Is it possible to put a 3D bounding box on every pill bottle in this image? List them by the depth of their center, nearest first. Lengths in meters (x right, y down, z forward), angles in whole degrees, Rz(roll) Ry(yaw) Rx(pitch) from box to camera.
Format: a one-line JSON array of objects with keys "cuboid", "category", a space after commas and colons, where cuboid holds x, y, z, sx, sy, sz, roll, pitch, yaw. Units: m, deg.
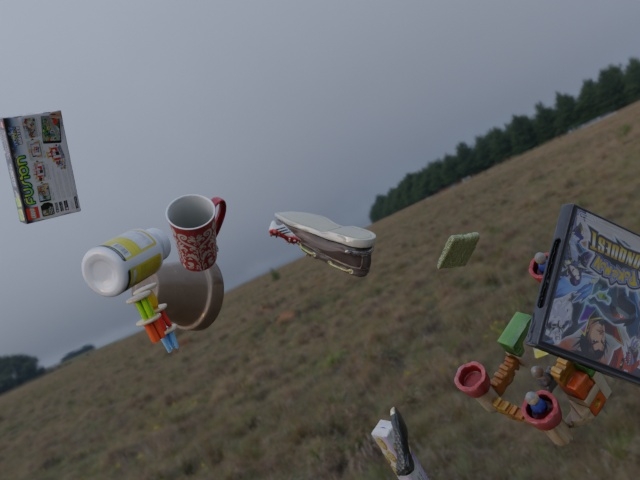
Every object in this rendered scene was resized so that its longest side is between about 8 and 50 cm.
[{"cuboid": [-0.381, 0.036, 1.329, 0.103, 0.103, 0.184, -26, 7, 26], "category": "pill bottle"}]

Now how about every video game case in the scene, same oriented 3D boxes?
[{"cuboid": [0.496, 0.100, 1.136, 0.275, 0.248, 0.035, 21, -10, -19], "category": "video game case"}]

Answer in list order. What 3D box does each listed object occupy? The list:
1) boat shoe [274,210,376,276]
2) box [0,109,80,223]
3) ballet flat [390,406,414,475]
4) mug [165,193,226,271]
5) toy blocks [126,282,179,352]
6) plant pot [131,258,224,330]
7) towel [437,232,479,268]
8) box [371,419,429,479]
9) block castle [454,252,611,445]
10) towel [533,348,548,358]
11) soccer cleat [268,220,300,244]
[{"cuboid": [0.000, 0.000, 1.582, 0.117, 0.096, 0.324, -12, 21, -41], "category": "boat shoe"}, {"cuboid": [-0.549, -0.146, 1.301, 0.114, 0.206, 0.036, -19, 22, -40], "category": "box"}, {"cuboid": [0.199, 0.512, 1.699, 0.049, 0.173, 0.057, -25, -35, 25], "category": "ballet flat"}, {"cuboid": [-0.283, -0.017, 1.586, 0.150, 0.113, 0.169, -17, -39, -16], "category": "mug"}, {"cuboid": [-0.336, 0.171, 1.361, 0.054, 0.148, 0.123, -23, 11, 0], "category": "toy blocks"}, {"cuboid": [-0.485, 0.168, 2.188, 0.263, 0.262, 0.229, -26, -22, 34], "category": "plant pot"}, {"cuboid": [0.425, 0.033, 2.057, 0.110, 0.027, 0.148, -6, -42, -21], "category": "towel"}, {"cuboid": [0.267, 0.712, 2.134, 0.067, 0.323, 0.063, -2, 35, 45], "category": "box"}, {"cuboid": [0.580, 0.256, 1.678, 0.453, 0.213, 0.303, -51, 35, -15], "category": "block castle"}, {"cuboid": [0.551, 0.250, 1.606, 0.083, 0.009, 0.060, -35, 25, 33], "category": "towel"}, {"cuboid": [-0.075, -0.016, 1.430, 0.083, 0.035, 0.029, 22, -31, -34], "category": "soccer cleat"}]
